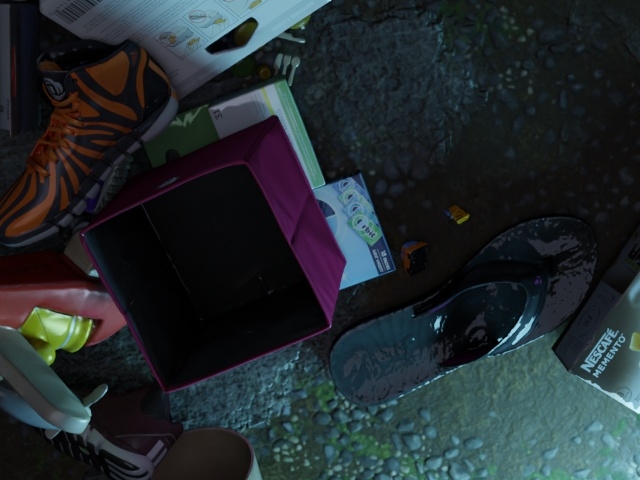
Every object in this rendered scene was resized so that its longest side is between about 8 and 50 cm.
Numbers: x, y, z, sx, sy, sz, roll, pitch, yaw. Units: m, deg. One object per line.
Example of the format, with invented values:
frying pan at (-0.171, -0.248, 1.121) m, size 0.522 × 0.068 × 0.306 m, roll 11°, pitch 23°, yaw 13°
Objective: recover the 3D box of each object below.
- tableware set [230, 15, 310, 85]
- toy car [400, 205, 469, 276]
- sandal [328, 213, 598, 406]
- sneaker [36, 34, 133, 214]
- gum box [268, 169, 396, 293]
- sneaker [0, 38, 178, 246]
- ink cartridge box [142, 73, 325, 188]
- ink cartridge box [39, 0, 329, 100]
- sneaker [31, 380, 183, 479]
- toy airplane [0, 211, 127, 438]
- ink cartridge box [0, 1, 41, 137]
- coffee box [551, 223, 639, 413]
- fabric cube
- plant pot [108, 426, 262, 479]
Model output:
tableware set at (-0.073, -0.303, 1.883) m, size 0.104 × 0.024 × 0.154 m, roll 10°, pitch 111°, yaw -14°
toy car at (0.167, -0.001, 1.944) m, size 0.122 × 0.060 × 0.040 m, roll -37°, pitch 53°, yaw -8°
sandal at (0.221, 0.119, 1.917) m, size 0.446 × 0.107 × 0.167 m, roll -32°, pitch 100°, yaw 6°
sneaker at (-0.341, -0.188, 1.887) m, size 0.146 × 0.102 × 0.293 m, roll 9°, pitch 91°, yaw 1°
gum box at (0.000, 0.000, 1.938) m, size 0.184 × 0.041 × 0.157 m, roll -19°, pitch 100°, yaw 5°
sneaker at (-0.350, -0.149, 1.731) m, size 0.321 × 0.124 × 0.180 m, roll -47°, pitch 138°, yaw -12°
ink cartridge box at (-0.131, -0.124, 1.905) m, size 0.235 × 0.056 × 0.171 m, roll -20°, pitch 107°, yaw 4°
ink cartridge box at (-0.178, -0.335, 1.728) m, size 0.296 × 0.066 × 0.261 m, roll -29°, pitch 140°, yaw 27°
sneaker at (-0.325, 0.255, 1.978) m, size 0.281 × 0.162 × 0.106 m, roll 29°, pitch 144°, yaw 24°
toy airplane at (-0.461, 0.119, 1.812) m, size 0.384 × 0.386 × 0.272 m, roll 16°, pitch 117°, yaw -3°
ink cartridge box at (-0.434, -0.241, 1.817) m, size 0.056 × 0.225 × 0.181 m, roll 1°, pitch 100°, yaw -1°
coffee box at (0.470, 0.108, 1.901) m, size 0.141 × 0.098 × 0.246 m, roll 32°, pitch 100°, yaw -14°
fabric cube at (-0.134, 0.010, 1.785) m, size 0.254 × 0.258 × 0.259 m, roll -23°, pitch 105°, yaw 14°
plant pot at (-0.166, 0.466, 1.947) m, size 0.256 × 0.256 × 0.274 m, roll -21°, pitch 115°, yaw 6°
